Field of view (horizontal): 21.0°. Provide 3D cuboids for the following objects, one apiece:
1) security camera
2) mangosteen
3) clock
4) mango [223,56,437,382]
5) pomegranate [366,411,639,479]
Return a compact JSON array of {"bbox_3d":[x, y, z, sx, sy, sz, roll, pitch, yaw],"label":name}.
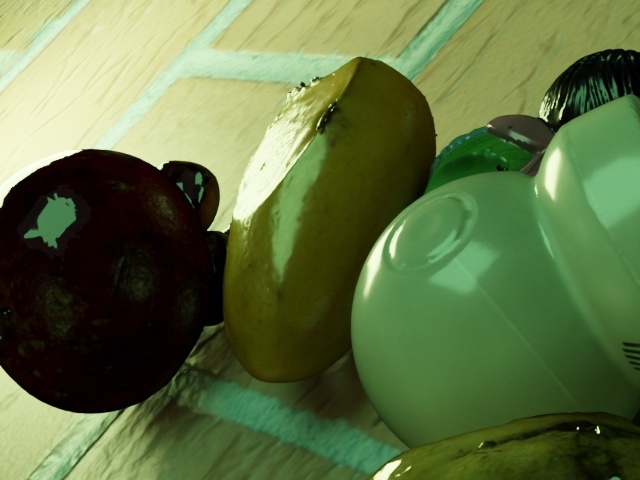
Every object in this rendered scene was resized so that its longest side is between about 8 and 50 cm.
[{"bbox_3d":[0.132,0.046,1.027,0.236,0.194,0.194,-31,29,17],"label":"security camera"},{"bbox_3d":[-0.162,0.021,1.412,0.257,0.215,0.215,-23,16,-36],"label":"mangosteen"},{"bbox_3d":[0.163,-0.048,1.222,0.194,0.100,0.195,-12,30,40],"label":"clock"},{"bbox_3d":[0.000,0.000,1.277,0.187,0.138,0.257,130,163,-64],"label":"mango"},{"bbox_3d":[0.108,0.197,0.791,0.260,0.260,0.260,-29,30,18],"label":"pomegranate"}]
